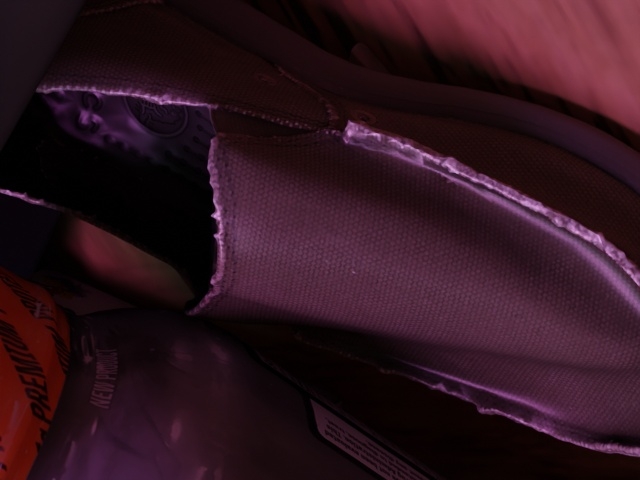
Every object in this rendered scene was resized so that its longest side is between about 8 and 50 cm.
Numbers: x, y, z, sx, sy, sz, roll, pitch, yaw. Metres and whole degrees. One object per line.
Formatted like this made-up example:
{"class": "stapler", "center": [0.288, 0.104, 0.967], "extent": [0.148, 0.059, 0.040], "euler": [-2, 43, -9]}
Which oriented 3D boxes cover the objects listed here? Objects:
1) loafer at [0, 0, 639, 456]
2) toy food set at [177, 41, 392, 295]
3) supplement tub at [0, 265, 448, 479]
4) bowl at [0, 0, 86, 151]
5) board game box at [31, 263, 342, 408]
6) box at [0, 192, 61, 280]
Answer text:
{"class": "loafer", "center": [0.000, 0.000, 0.473], "extent": [0.251, 0.087, 0.094], "euler": [24, 133, 17]}
{"class": "toy food set", "center": [-0.006, -0.015, 0.545], "extent": [0.122, 0.019, 0.078], "euler": [-21, 109, 42]}
{"class": "supplement tub", "center": [-0.018, 0.150, 0.511], "extent": [0.316, 0.193, 0.194], "euler": [35, 148, -21]}
{"class": "bowl", "center": [-0.147, -0.158, 0.406], "extent": [0.312, 0.163, 0.311], "euler": [25, 141, 23]}
{"class": "board game box", "center": [-0.141, 0.100, 0.708], "extent": [0.305, 0.053, 0.193], "euler": [21, 117, 27]}
{"class": "box", "center": [-0.204, -0.026, 0.602], "extent": [0.158, 0.093, 0.156], "euler": [21, 173, 28]}
